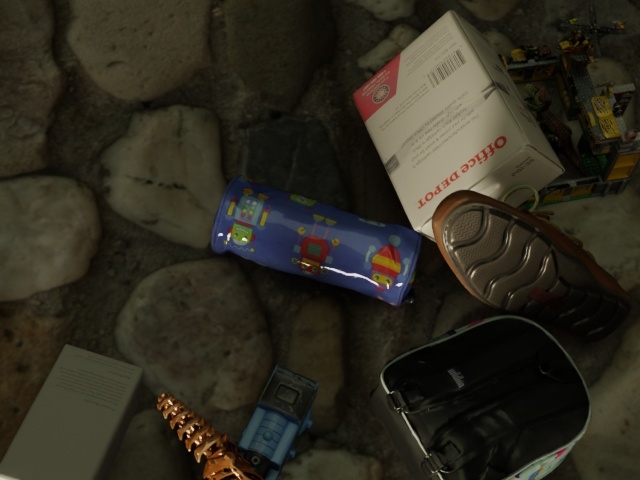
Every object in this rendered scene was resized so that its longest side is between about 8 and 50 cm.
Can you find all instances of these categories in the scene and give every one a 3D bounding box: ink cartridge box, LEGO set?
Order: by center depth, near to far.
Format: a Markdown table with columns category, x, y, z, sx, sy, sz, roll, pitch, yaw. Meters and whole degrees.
| category | x | y | z | sx | sy | sz | roll | pitch | yaw |
| --- | --- | --- | --- | --- | --- | --- | --- | --- | --- |
| ink cartridge box | 0.193 | -0.157 | 1.730 | 0.207 | 0.117 | 0.283 | -39 | 52 | 22 |
| LEGO set | 0.355 | -0.207 | 1.802 | 0.255 | 0.192 | 0.331 | -2 | 63 | -4 |

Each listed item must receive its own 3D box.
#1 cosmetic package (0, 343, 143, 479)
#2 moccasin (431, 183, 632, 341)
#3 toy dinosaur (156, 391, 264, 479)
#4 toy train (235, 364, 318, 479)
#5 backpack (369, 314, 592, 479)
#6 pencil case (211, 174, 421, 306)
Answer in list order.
| category | x | y | z | sx | sy | sz | roll | pitch | yaw |
| --- | --- | --- | --- | --- | --- | --- | --- | --- | --- |
| cosmetic package | -0.321 | 0.252 | 1.539 | 0.117 | 0.085 | 0.231 | 17 | 44 | 3 |
| moccasin | 0.282 | 0.018 | 1.621 | 0.380 | 0.139 | 0.147 | 19 | 29 | -39 |
| toy dinosaur | -0.133 | 0.339 | 1.480 | 0.218 | 0.164 | 0.321 | -20 | 85 | 1 |
| toy train | -0.066 | 0.259 | 1.581 | 0.080 | 0.105 | 0.184 | 23 | 63 | 8 |
| backpack | 0.217 | 0.228 | 1.568 | 0.254 | 0.191 | 0.225 | -26 | 64 | -15 |
| pencil case | 0.000 | 0.000 | 1.713 | 0.306 | 0.119 | 0.133 | 17 | 19 | 5 |
